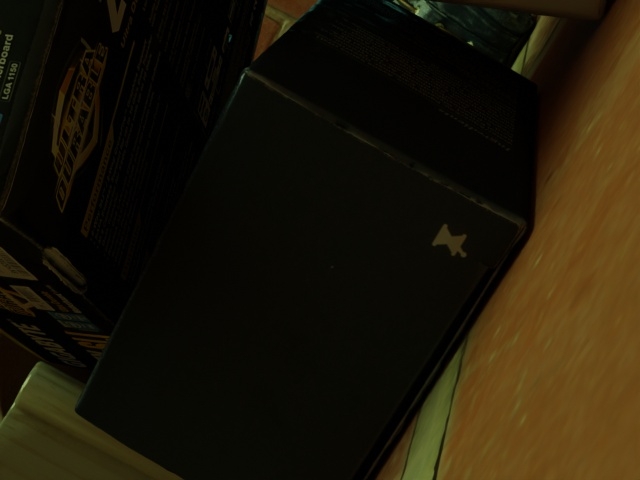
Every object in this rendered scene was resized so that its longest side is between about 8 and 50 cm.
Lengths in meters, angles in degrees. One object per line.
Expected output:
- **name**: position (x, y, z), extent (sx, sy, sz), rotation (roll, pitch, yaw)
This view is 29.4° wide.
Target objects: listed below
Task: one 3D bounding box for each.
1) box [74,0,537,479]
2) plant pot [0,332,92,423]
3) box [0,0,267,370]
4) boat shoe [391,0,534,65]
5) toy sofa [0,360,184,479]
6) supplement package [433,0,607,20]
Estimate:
- **box**: position (0.006, -0.005, 0.506), extent (0.153, 0.108, 0.207), rotation (-60, 0, 22)
- **plant pot**: position (-0.108, 0.101, 1.021), extent (0.237, 0.237, 0.254), rotation (-61, -13, 2)
- **box**: position (-0.089, -0.120, 0.547), extent (0.257, 0.079, 0.321), rotation (66, -146, -70)
- **boat shoe**: position (0.071, -0.169, 0.831), extent (0.065, 0.183, 0.083), rotation (2, -49, -47)
- **toy sofa**: position (-0.141, 0.215, 0.695), extent (0.362, 0.150, 0.177), rotation (-61, 2, 46)
- **supplement package**: position (0.070, -0.241, 0.581), extent (0.293, 0.178, 0.175), rotation (-63, -20, -57)
